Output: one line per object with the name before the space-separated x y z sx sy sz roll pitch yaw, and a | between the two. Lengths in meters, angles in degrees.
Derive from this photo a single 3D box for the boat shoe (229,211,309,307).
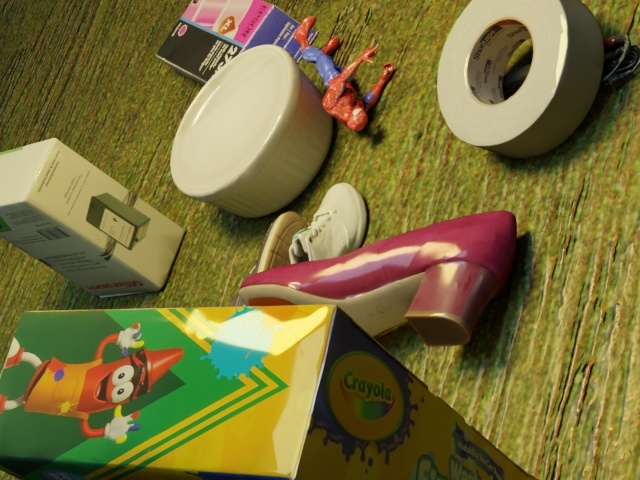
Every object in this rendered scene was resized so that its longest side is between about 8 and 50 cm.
boat shoe | -0.081 0.093 1.724 0.092 0.103 0.285 -9 61 39

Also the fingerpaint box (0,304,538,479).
fingerpaint box | -0.044 0.231 1.220 0.371 0.445 0.163 -3 60 33

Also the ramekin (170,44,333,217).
ramekin | -0.099 -0.160 1.921 0.273 0.127 0.273 -29 44 32

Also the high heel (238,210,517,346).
high heel | 0.070 0.040 1.564 0.377 0.127 0.181 5 51 36

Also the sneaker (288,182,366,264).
sneaker | 0.000 0.000 1.708 0.080 0.094 0.212 -17 50 43

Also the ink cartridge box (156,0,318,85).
ink cartridge box | -0.157 -0.349 2.200 0.175 0.069 0.371 -56 38 -1

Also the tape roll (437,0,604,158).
tape roll | 0.249 -0.217 1.561 0.219 0.072 0.219 -17 68 48

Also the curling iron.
curling iron | 0.290 -0.211 1.592 0.274 0.035 0.068 -7 57 46

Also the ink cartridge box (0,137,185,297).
ink cartridge box | -0.402 -0.030 2.030 0.211 0.289 0.121 -7 55 46

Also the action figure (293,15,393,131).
action figure | 0.049 -0.269 1.868 0.139 0.091 0.280 -42 36 21
